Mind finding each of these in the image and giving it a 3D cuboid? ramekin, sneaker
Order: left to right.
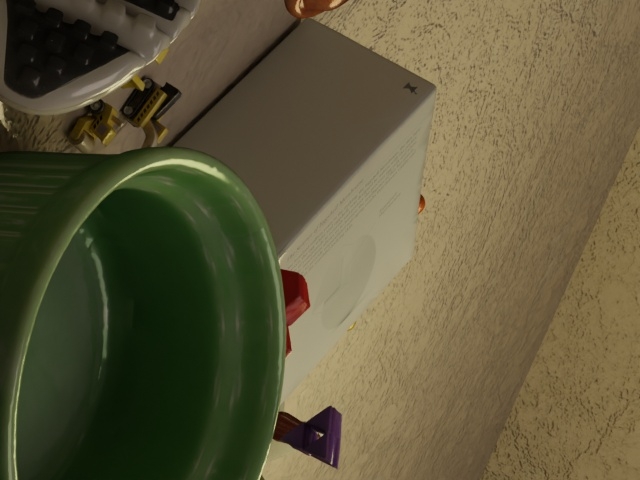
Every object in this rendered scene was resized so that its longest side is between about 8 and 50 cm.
[{"bbox_3d":[-0.161,0.083,1.190,0.303,0.148,0.303,-22,116,-57],"label":"ramekin"},{"bbox_3d":[-0.123,-0.149,1.049,0.118,0.110,0.292,-55,-170,39],"label":"sneaker"}]

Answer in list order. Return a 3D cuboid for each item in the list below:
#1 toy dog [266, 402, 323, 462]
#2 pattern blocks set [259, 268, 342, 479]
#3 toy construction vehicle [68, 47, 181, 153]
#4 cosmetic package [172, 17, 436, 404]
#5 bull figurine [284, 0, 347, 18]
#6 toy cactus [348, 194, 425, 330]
[{"bbox_3d":[-0.068,0.194,1.729,0.220,0.161,0.333,-56,162,-9],"label":"toy dog"},{"bbox_3d":[-0.131,0.180,1.337,0.325,0.285,0.026,-25,138,13],"label":"pattern blocks set"},{"bbox_3d":[-0.131,-0.093,1.312,0.098,0.035,0.086,-56,162,-9],"label":"toy construction vehicle"},{"bbox_3d":[-0.028,-0.019,1.535,0.224,0.138,0.224,-47,159,-32],"label":"cosmetic package"},{"bbox_3d":[0.034,-0.307,1.306,0.188,0.101,0.310,-40,153,-50],"label":"bull figurine"},{"bbox_3d":[0.000,0.000,1.748,0.180,0.112,0.219,-1,124,-47],"label":"toy cactus"}]
